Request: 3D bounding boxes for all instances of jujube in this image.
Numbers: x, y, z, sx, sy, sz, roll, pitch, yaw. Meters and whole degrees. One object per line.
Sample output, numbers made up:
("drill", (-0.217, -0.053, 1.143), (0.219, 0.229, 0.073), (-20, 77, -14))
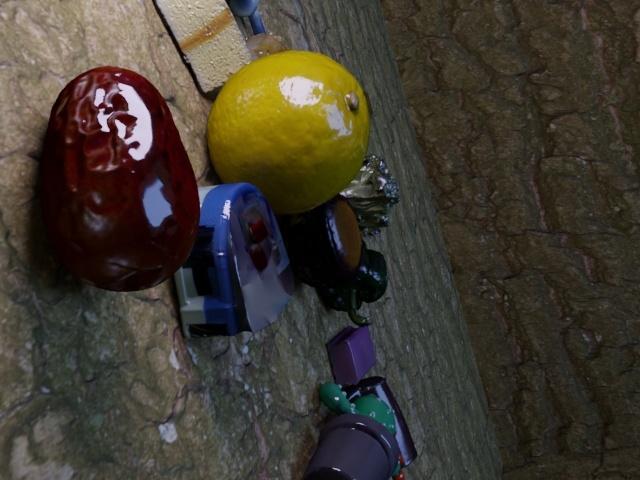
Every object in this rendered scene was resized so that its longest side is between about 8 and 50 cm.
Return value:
("jujube", (-0.282, -0.086, 1.187), (0.223, 0.223, 0.318), (39, 35, -62))

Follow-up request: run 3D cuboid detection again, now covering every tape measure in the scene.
("tape measure", (-0.170, 0.029, 1.523), (0.259, 0.138, 0.262), (-46, 122, -70))

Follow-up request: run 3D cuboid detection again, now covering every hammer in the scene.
("hammer", (-0.159, -0.528, 2.025), (0.116, 0.069, 0.194), (-82, 157, -49))

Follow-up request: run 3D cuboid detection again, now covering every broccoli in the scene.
("broccoli", (0.062, -0.110, 2.161), (0.248, 0.245, 0.288), (55, -22, 13))

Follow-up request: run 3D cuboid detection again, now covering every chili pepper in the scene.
("chili pepper", (0.083, 0.107, 2.155), (0.261, 0.173, 0.165), (-85, 152, -54))

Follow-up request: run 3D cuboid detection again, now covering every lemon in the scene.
("lemon", (-0.061, -0.217, 1.697), (0.348, 0.347, 0.348), (-12, 90, -72))

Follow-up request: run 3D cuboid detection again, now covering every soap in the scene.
("soap", (0.084, 0.298, 2.211), (0.203, 0.065, 0.122), (-25, 102, -70))

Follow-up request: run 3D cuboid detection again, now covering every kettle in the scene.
("kettle", (0.129, 0.475, 2.168), (0.202, 0.144, 0.232), (-23, 95, -40))

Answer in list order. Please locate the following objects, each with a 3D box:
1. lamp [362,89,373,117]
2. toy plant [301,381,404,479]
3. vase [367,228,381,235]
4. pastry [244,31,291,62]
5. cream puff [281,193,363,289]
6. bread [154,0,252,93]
("lamp", (0.069, -0.372, 2.451), (0.185, 0.161, 0.161), (-55, 130, -62))
("toy plant", (0.082, 0.460, 1.918), (0.185, 0.279, 0.400), (-65, 170, 27))
("vase", (0.158, -0.105, 2.629), (0.120, 0.120, 0.183), (-51, 142, -67))
("pastry", (-0.117, -0.349, 1.952), (0.236, 0.120, 0.257), (35, 48, -58))
("cream puff", (0.000, 0.000, 1.988), (0.239, 0.164, 0.239), (-12, 90, -67))
("bread", (-0.261, -0.448, 1.729), (0.178, 0.135, 0.240), (47, -13, 52))
